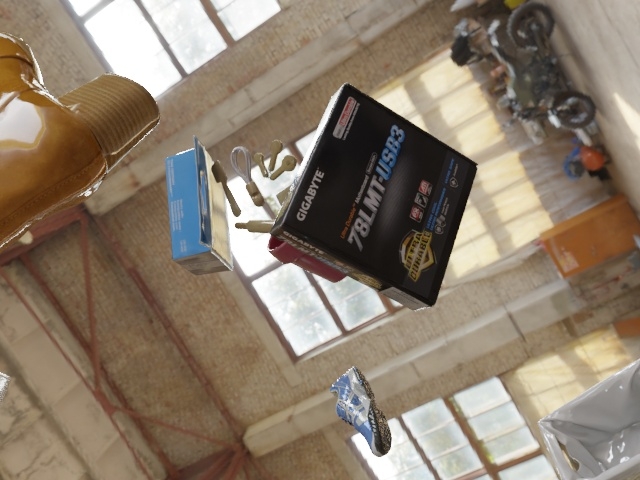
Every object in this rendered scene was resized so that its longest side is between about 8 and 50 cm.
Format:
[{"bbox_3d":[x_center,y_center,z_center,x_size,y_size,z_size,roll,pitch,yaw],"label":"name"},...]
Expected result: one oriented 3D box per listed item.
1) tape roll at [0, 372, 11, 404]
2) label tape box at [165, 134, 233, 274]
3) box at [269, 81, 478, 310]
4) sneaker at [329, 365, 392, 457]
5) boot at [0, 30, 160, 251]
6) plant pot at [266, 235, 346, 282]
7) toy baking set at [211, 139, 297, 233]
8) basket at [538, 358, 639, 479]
[{"bbox_3d":[-0.546,0.126,0.691,0.392,0.392,0.072,41,-123,-49],"label":"tape roll"},{"bbox_3d":[-0.298,-0.069,1.513,0.348,0.115,0.249,73,-170,-78],"label":"label tape box"},{"bbox_3d":[0.102,-0.073,1.087,0.293,0.073,0.296,30,-113,-15],"label":"box"},{"bbox_3d":[0.084,0.363,1.315,0.080,0.081,0.211,53,-172,-39],"label":"sneaker"},{"bbox_3d":[-0.298,-0.081,0.512,0.211,0.295,0.104,-49,-37,-41],"label":"boot"},{"bbox_3d":[0.000,0.000,1.533,0.180,0.201,0.201,37,-157,-17],"label":"plant pot"},{"bbox_3d":[-0.132,-0.110,1.361,0.030,0.256,0.197,2,-94,-55],"label":"toy baking set"},{"bbox_3d":[0.381,0.247,0.787,0.103,0.167,0.113,39,-157,-30],"label":"basket"}]
